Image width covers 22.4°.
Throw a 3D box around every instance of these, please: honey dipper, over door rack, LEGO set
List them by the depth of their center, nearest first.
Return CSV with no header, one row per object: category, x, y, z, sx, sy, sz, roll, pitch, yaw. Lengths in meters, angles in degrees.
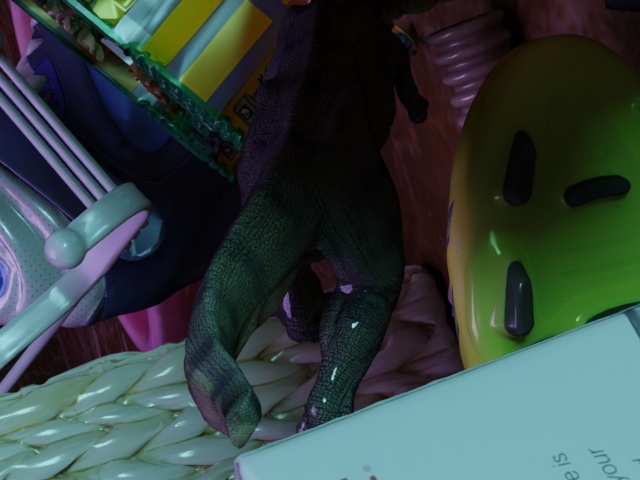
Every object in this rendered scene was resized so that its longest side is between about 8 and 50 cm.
honey dipper,0.082,-0.007,0.603,0.160,0.030,0.030,68,166,-7
LEGO set,-0.050,-0.166,0.673,0.255,0.192,0.331,39,177,4
over door rack,-0.231,-0.010,0.834,0.239,0.108,0.324,50,144,7

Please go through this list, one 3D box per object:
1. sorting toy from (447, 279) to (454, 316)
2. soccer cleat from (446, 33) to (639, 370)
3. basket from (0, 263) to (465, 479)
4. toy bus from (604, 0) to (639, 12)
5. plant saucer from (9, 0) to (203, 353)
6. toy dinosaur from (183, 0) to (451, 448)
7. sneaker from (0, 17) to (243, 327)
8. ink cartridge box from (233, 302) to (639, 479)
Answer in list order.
sorting toy,0.071,0.022,0.708,0.083,0.012,0.062,90,156,-54
soccer cleat,0.087,0.070,0.546,0.121,0.093,0.289,30,139,64
basket,-0.065,0.216,0.841,0.328,0.331,0.266,111,139,-68
toy bus,0.025,-0.159,0.364,0.220,0.150,0.211,-33,-54,-78
plant saucer,-0.152,-0.073,1.266,0.332,0.084,0.332,161,90,-75
toy dinosaur,0.000,0.000,0.466,0.268,0.064,0.118,-74,-16,-51
sneaker,-0.171,-0.105,0.977,0.130,0.236,0.322,127,121,-73
ink cartridge box,0.095,0.084,0.337,0.082,0.191,0.139,87,159,-49
